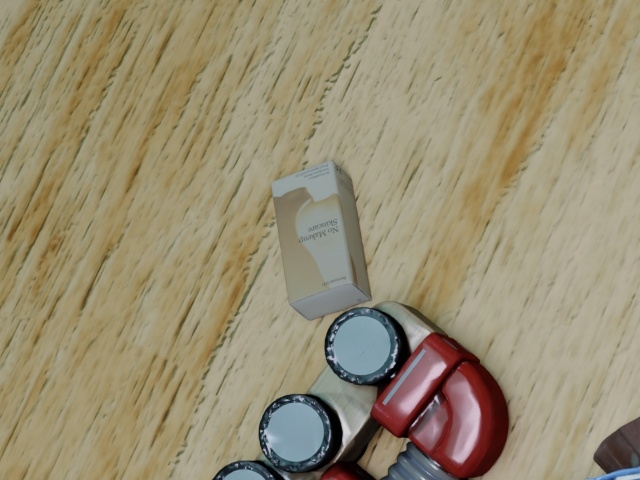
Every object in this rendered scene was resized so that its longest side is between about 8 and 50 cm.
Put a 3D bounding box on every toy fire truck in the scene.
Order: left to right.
[{"bbox_3d":[0.068,0.191,1.406,0.246,0.158,0.217,39,94,15],"label":"toy fire truck"}]

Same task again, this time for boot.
[{"bbox_3d":[0.258,0.154,1.375,0.106,0.037,0.114,-39,51,4],"label":"boot"}]

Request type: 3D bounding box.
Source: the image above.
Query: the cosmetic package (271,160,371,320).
[{"bbox_3d":[0.000,0.000,1.575,0.060,0.041,0.115,-21,60,18],"label":"cosmetic package"}]

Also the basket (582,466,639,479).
[{"bbox_3d":[0.200,0.237,1.208,0.254,0.289,0.201,-13,68,18],"label":"basket"}]
